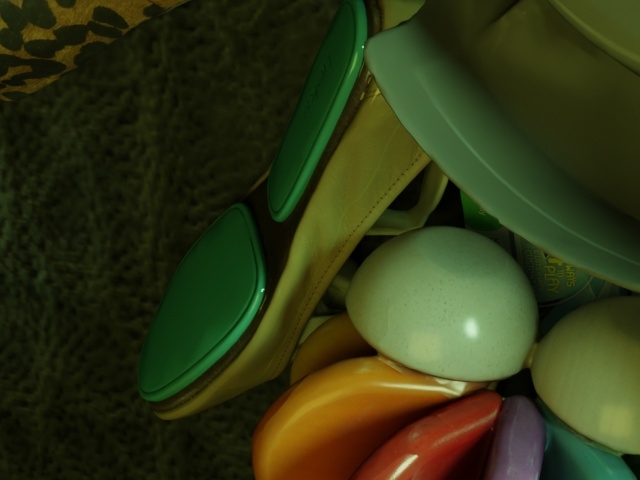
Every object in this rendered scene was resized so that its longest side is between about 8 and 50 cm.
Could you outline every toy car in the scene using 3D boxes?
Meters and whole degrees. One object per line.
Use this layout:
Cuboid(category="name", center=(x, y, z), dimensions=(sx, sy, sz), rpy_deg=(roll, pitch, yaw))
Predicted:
Cuboid(category="toy car", center=(0.060, 0.096, 0.749), dimensions=(0.182, 0.136, 0.159), rpy_deg=(21, 120, 12))

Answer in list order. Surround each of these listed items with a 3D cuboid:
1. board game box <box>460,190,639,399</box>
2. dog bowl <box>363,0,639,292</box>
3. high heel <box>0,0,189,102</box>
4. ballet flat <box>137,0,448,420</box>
Cuboid(category="board game box", center=(0.136, 0.060, 0.803), dimensions=(0.136, 0.035, 0.201), rpy_deg=(-1, 114, 23))
Cuboid(category="dog bowl", center=(0.149, -0.151, 0.495), dimensions=(0.348, 0.102, 0.349), rpy_deg=(-10, 76, 44))
Cuboid(category="high heel", center=(-0.038, -0.110, 0.788), dimensions=(0.261, 0.093, 0.186), rpy_deg=(8, 144, 2))
Cuboid(category="ballet flat", center=(0.000, 0.000, 0.809), dimensions=(0.073, 0.080, 0.232), rpy_deg=(15, 131, -23))
